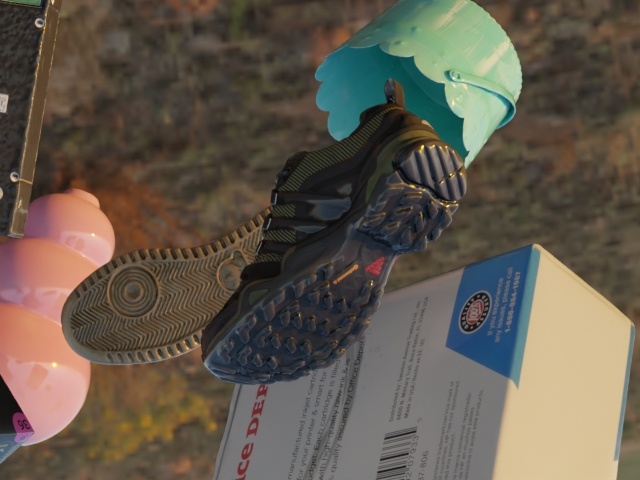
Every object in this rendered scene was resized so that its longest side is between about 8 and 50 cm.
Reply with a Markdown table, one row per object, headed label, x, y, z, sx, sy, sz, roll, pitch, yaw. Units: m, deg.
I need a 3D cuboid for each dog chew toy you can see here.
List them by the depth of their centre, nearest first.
| label | x | y | z | sx | sy | sz | roll | pitch | yaw |
| --- | --- | --- | --- | --- | --- | --- | --- | --- | --- |
| dog chew toy | -0.365 | 0.089 | 2.033 | 0.206 | 0.332 | 0.206 | 19 | 163 | 6 |

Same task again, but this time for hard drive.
| label | x | y | z | sx | sy | sz | roll | pitch | yaw |
| --- | --- | --- | --- | --- | --- | --- | --- | --- | --- |
| hard drive | -0.429 | -0.185 | 1.803 | 0.237 | 0.339 | 0.064 | 8 | 179 | 5 |

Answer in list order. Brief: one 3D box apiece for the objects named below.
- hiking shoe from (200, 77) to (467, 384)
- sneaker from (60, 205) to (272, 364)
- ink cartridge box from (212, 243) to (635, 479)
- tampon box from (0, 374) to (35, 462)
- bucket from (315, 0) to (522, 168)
| label | x | y | z | sx | sy | sz | roll | pitch | yaw |
| --- | --- | --- | --- | --- | --- | --- | --- | --- | --- |
| hiking shoe | 0.000 | 0.000 | 1.065 | 0.227 | 0.114 | 0.086 | -45 | 128 | 15 |
| sneaker | -0.085 | 0.037 | 1.424 | 0.282 | 0.099 | 0.153 | -23 | 175 | 6 |
| ink cartridge box | 0.085 | 0.203 | 1.528 | 0.166 | 0.285 | 0.395 | 36 | 143 | -31 |
| tampon box | -0.398 | 0.166 | 1.636 | 0.101 | 0.161 | 0.120 | -42 | 161 | 18 |
| bucket | 0.152 | -0.226 | 2.350 | 0.183 | 0.281 | 0.281 | -46 | -172 | -31 |
